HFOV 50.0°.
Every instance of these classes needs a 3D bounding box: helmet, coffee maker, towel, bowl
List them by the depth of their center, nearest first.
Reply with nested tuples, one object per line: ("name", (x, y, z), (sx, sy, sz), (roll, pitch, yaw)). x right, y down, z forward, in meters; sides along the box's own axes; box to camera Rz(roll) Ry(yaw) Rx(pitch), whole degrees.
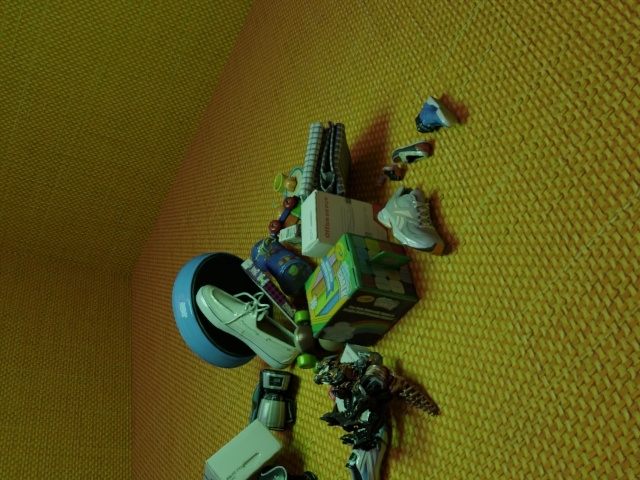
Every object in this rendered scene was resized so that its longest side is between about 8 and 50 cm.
("helmet", (-0.103, 0.692, 1.868), (0.161, 0.169, 0.170), (-31, 50, 36))
("towel", (0.025, -0.178, 1.954), (0.284, 0.121, 0.235), (81, -164, -68))
("coffee maker", (-0.152, 0.486, 2.105), (0.171, 0.120, 0.178), (-15, 64, 61))
("bowl", (-0.308, 0.221, 2.258), (0.077, 0.391, 0.391), (-25, 54, 35))

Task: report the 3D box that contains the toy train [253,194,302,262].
("toy train", (-0.090, -0.007, 2.146), (0.143, 0.105, 0.248), (27, 82, 30))

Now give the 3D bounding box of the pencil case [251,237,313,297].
("pencil case", (-0.124, 0.085, 2.239), (0.119, 0.133, 0.306), (-41, 27, -8))

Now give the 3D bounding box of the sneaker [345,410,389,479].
("sneaker", (0.107, 0.502, 1.630), (0.085, 0.086, 0.237), (-21, 58, 61))

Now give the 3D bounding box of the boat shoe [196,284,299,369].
("boat shoe", (-0.204, 0.235, 2.104), (0.156, 0.367, 0.136), (-50, 0, 30))

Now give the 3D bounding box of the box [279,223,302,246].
("box", (0.000, 0.000, 1.932), (0.114, 0.206, 0.036), (-17, 63, 60))

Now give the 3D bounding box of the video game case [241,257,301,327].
("video game case", (-0.134, 0.173, 2.113), (0.042, 0.232, 0.210), (-43, 27, -7))

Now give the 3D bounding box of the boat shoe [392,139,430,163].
("boat shoe", (0.231, -0.219, 1.765), (0.137, 0.049, 0.043), (-17, 66, 55))

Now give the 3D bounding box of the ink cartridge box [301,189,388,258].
("ink cartridge box", (0.062, -0.026, 1.810), (0.092, 0.217, 0.159), (-41, 43, 49))

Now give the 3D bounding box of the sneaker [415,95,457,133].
("sneaker", (0.279, -0.290, 1.684), (0.085, 0.058, 0.152), (-57, 28, 23))

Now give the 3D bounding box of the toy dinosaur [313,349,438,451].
("toy dinosaur", (0.108, 0.352, 1.581), (0.322, 0.164, 0.218), (-14, 40, 53))

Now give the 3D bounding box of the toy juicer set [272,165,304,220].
("toy juicer set", (-0.086, -0.147, 2.302), (0.329, 0.089, 0.209), (-11, 68, 61))

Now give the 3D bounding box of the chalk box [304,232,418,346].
("chalk box", (0.111, 0.106, 1.701), (0.289, 0.180, 0.179), (-52, 36, 38))

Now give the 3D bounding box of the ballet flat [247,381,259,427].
("ballet flat", (-0.196, 0.528, 2.233), (0.067, 0.073, 0.206), (-154, 82, -78))

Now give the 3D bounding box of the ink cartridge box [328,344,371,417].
("ink cartridge box", (0.088, 0.357, 1.755), (0.109, 0.063, 0.151), (41, 114, 61))

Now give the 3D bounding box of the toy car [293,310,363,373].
("toy car", (0.036, 0.264, 1.878), (0.188, 0.149, 0.155), (-19, 61, 27))

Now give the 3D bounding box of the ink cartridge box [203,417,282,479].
("ink cartridge box", (-0.229, 0.658, 1.985), (0.114, 0.197, 0.273), (44, 148, 17))

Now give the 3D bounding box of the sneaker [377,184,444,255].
("sneaker", (0.226, -0.057, 1.647), (0.121, 0.099, 0.262), (-64, 30, 14))

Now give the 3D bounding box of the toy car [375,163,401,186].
("toy car", (0.174, -0.181, 1.845), (0.122, 0.060, 0.041), (-8, 56, 60))
